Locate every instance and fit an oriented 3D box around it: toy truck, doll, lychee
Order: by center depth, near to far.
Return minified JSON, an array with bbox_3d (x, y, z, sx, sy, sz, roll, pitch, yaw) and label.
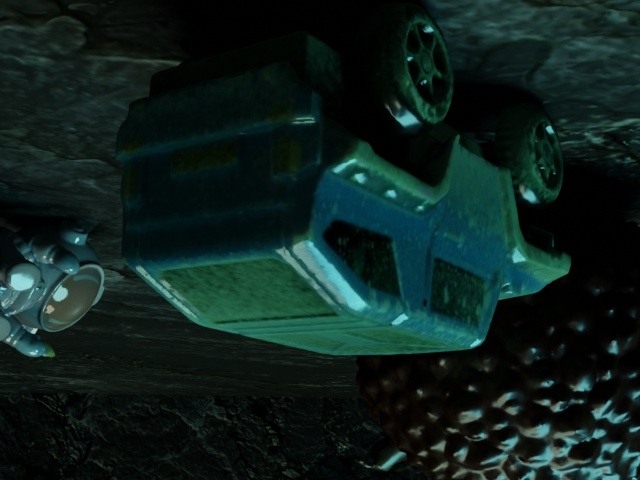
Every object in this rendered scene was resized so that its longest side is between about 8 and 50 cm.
[{"bbox_3d":[0.025,-0.019,0.547,0.155,0.156,0.279,-7,163,34],"label":"toy truck"},{"bbox_3d":[0.152,0.093,0.777,0.300,0.264,0.264,-38,150,20],"label":"lychee"},{"bbox_3d":[-0.297,0.026,0.856,0.151,0.150,0.287,-4,172,24],"label":"doll"}]

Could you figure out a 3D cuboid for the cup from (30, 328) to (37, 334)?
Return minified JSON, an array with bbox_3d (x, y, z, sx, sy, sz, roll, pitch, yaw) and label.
[{"bbox_3d":[-0.393,0.068,1.201,0.116,0.074,0.104,17,137,-32],"label":"cup"}]
